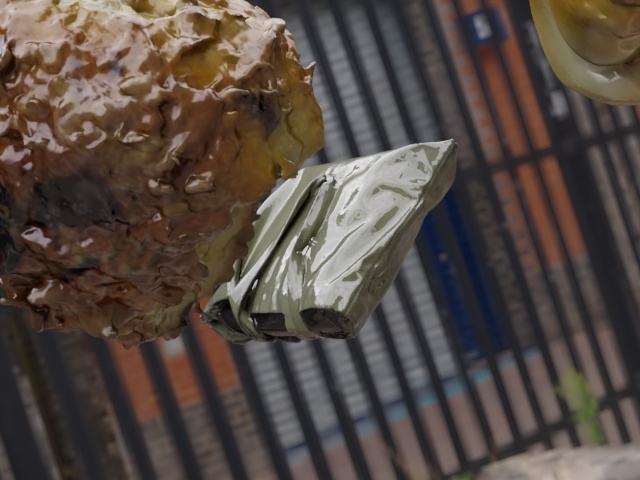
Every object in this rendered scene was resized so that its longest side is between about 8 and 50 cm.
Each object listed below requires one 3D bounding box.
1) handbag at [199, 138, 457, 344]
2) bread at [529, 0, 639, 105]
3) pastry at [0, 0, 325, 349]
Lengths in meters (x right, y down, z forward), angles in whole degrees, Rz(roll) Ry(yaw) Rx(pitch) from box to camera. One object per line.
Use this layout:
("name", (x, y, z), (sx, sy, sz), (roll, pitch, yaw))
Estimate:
("handbag", (0.000, 0.003, 1.971), (0.316, 0.109, 0.253), (-7, 45, 54))
("bread", (0.350, -0.286, 1.637), (0.245, 0.329, 0.424), (-48, -14, -25))
("pastry", (-0.200, -0.087, 1.551), (0.292, 0.337, 0.405), (-56, 1, -35))
